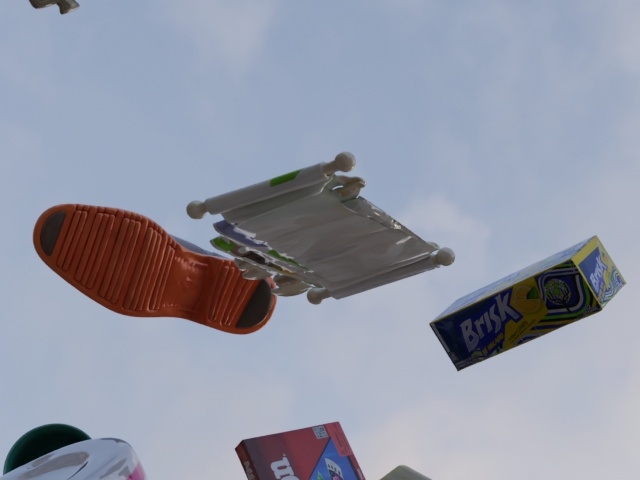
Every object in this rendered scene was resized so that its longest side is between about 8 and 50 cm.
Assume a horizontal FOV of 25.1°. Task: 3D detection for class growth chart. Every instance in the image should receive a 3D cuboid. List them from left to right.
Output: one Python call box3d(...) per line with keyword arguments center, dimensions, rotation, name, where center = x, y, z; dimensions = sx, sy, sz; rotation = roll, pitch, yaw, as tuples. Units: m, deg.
box3d(center=(0.000, 0.000, 1.149), dimensions=(0.172, 0.021, 0.237), rotation=(-13, -26, 24), name="growth chart")

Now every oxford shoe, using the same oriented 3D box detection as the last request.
box3d(center=(-0.237, 0.039, 1.926), dimensions=(0.364, 0.130, 0.133), rotation=(25, -5, -35), name="oxford shoe")

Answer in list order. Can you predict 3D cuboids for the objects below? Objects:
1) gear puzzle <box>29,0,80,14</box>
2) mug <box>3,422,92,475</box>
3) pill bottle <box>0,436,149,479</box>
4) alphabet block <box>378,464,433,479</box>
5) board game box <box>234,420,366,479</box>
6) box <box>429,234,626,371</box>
box3d(center=(-0.294, -0.322, 1.547), dimensions=(0.044, 0.339, 0.175), rotation=(-31, -92, 48), name="gear puzzle")
box3d(center=(-0.364, 0.321, 1.919), dimensions=(0.158, 0.129, 0.097), rotation=(-10, -23, -6), name="mug")
box3d(center=(-0.167, 0.314, 1.137), dimensions=(0.160, 0.160, 0.283), rotation=(-16, -78, 35), name="pill bottle")
box3d(center=(0.129, 0.463, 2.031), dimensions=(0.197, 0.193, 0.192), rotation=(16, -48, 60), name="alphabet block")
box3d(center=(0.016, 0.347, 1.673), dimensions=(0.027, 0.145, 0.281), rotation=(-54, -127, 44), name="board game box")
box3d(center=(0.181, 0.057, 1.275), dimensions=(0.169, 0.059, 0.054), rotation=(-30, -87, 40), name="box")
